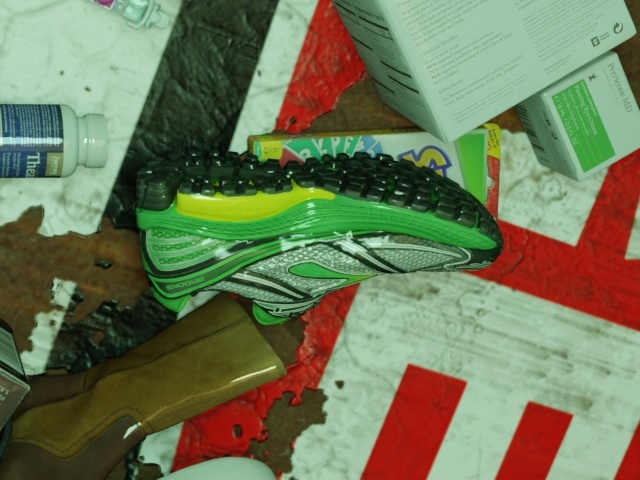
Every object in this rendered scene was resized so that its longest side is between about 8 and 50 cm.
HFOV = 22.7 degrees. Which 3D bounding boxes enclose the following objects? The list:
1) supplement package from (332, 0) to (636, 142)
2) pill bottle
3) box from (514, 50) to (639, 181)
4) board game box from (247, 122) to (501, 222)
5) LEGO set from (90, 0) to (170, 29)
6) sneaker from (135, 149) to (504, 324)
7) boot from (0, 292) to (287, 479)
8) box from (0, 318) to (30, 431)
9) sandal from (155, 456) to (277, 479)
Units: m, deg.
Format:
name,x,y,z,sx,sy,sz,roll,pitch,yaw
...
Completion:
name,x,y,z,sx,sy,sz,roll,pitch,yaw
supplement package,0.111,-0.264,1.420,0.199,0.198,0.263,-30,112,-6
pill bottle,-0.254,-0.089,1.433,0.120,0.067,0.067,-1,106,-16
box,0.249,-0.127,1.552,0.087,0.102,0.101,-30,110,-8
board game box,0.058,-0.047,1.557,0.259,0.039,0.124,-5,108,-18
LEGO set,-0.100,-0.315,1.392,0.132,0.107,0.287,15,101,-20
sneaker,0.000,0.000,1.480,0.343,0.134,0.146,2,113,-7
boot,-0.158,0.179,1.440,0.280,0.264,0.096,-23,119,-7
box,-0.386,0.142,1.406,0.167,0.168,0.203,34,93,-23
sandal,-0.239,0.285,1.524,0.416,0.102,0.169,-17,143,0
